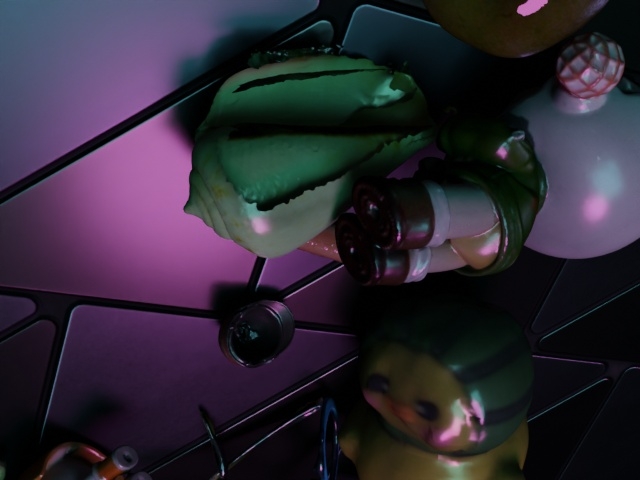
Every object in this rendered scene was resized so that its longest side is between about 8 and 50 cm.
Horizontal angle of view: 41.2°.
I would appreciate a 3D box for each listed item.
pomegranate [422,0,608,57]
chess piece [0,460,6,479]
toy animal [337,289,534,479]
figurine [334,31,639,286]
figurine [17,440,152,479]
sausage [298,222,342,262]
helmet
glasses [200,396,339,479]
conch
[{"bbox_3d":[0.161,-0.228,0.695,0.179,0.179,0.210,-23,156,-3],"label":"pomegranate"},{"bbox_3d":[-0.407,0.232,0.856,0.172,0.060,0.060,7,119,-26],"label":"chess piece"},{"bbox_3d":[0.136,0.203,0.940,0.191,0.216,0.338,-28,128,-42],"label":"toy animal"},{"bbox_3d":[0.187,-0.051,0.765,0.370,0.167,0.281,-17,149,-30],"label":"figurine"},{"bbox_3d":[-0.292,0.310,0.895,0.271,0.143,0.143,-33,125,2],"label":"figurine"},{"bbox_3d":[0.000,0.000,0.852,0.186,0.043,0.043,18,114,-27],"label":"sausage"},{"bbox_3d":[-0.072,0.097,0.884,0.084,0.049,0.065,-23,96,-35],"label":"helmet"},{"bbox_3d":[-0.065,0.279,0.926,0.207,0.239,0.102,15,159,-19],"label":"glasses"},{"bbox_3d":[-0.011,-0.092,0.744,0.251,0.143,0.137,-41,167,-6],"label":"conch"}]
